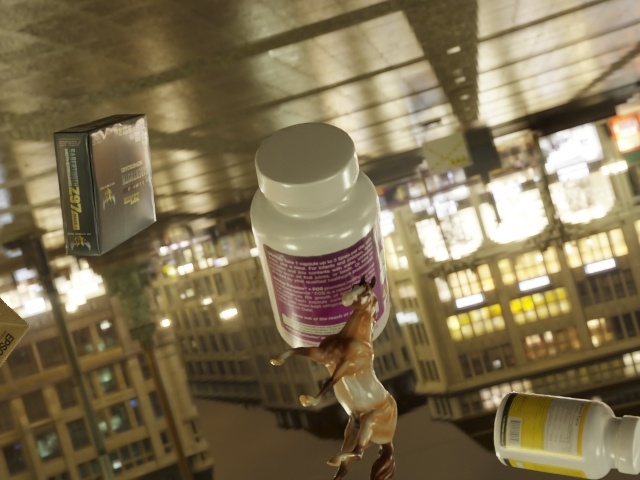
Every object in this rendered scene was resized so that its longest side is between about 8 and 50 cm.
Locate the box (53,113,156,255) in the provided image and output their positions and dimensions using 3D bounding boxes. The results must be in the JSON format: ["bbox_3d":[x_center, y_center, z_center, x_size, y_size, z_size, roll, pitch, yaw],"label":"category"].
[{"bbox_3d":[-0.324,-0.091,1.453,0.059,0.183,0.232,1,-167,12],"label":"box"}]

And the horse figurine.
[{"bbox_3d":[0.038,0.194,1.144,0.066,0.263,0.174,-12,-168,40],"label":"horse figurine"}]

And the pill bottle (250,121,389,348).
[{"bbox_3d":[0.000,0.000,1.253,0.169,0.301,0.169,-5,-136,5],"label":"pill bottle"}]

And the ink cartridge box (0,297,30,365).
[{"bbox_3d":[-0.484,0.184,1.142,0.193,0.088,0.234,-33,-161,31],"label":"ink cartridge box"}]

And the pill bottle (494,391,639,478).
[{"bbox_3d":[0.335,0.264,1.277,0.184,0.103,0.103,2,-169,31],"label":"pill bottle"}]
